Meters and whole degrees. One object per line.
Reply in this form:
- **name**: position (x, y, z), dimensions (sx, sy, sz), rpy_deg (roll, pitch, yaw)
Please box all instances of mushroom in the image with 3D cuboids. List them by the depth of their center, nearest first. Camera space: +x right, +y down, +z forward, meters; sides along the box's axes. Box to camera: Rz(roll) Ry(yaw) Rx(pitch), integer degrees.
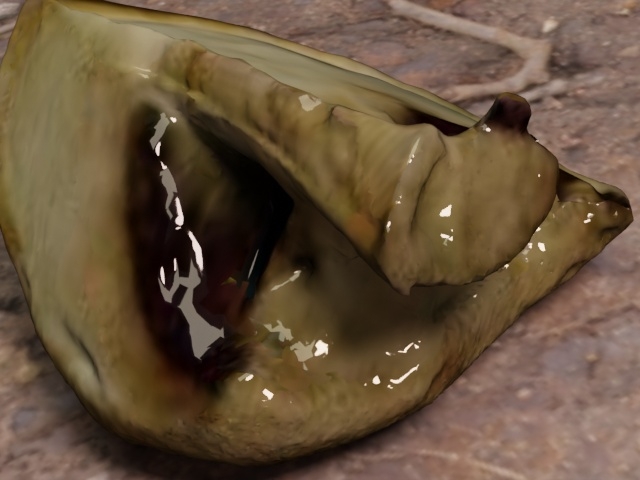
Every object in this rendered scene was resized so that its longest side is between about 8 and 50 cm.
- **mushroom**: position (0.001, 0.001, 0.653), dimensions (0.292, 0.212, 0.217), rpy_deg (11, -1, 44)
